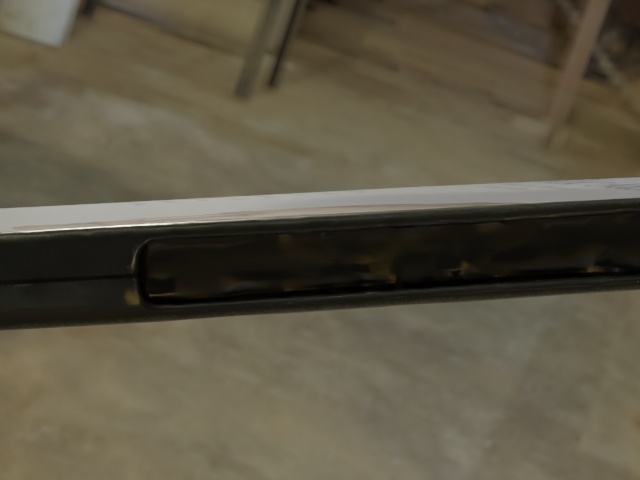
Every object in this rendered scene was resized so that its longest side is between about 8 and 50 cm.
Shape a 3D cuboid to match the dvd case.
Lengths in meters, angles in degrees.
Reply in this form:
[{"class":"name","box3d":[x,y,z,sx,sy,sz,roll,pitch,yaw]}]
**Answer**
[{"class":"dvd case","box3d":[0.000,0.000,0.471,0.253,0.022,0.180,-3,2,-14]}]
